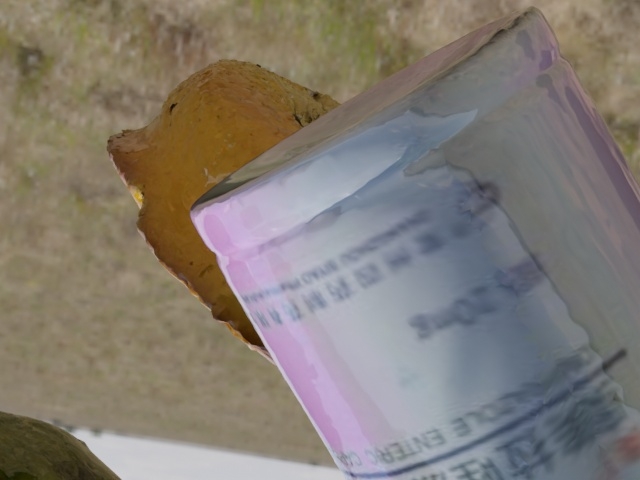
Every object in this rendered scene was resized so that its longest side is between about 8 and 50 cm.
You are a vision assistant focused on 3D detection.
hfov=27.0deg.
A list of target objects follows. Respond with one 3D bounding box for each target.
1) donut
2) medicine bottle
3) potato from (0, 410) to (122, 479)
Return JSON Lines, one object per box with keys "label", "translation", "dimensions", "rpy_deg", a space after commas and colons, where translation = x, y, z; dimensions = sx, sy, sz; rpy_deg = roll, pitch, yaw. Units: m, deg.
{"label": "donut", "translation": [0.002, 0.001, 0.722], "dimensions": [0.253, 0.118, 0.253], "rpy_deg": [30, -163, -10]}
{"label": "medicine bottle", "translation": [0.077, 0.058, 0.505], "dimensions": [0.152, 0.254, 0.152], "rpy_deg": [-30, -173, 4]}
{"label": "potato", "translation": [-0.250, 0.191, 0.769], "dimensions": [0.304, 0.216, 0.216], "rpy_deg": [-1, 179, -38]}
